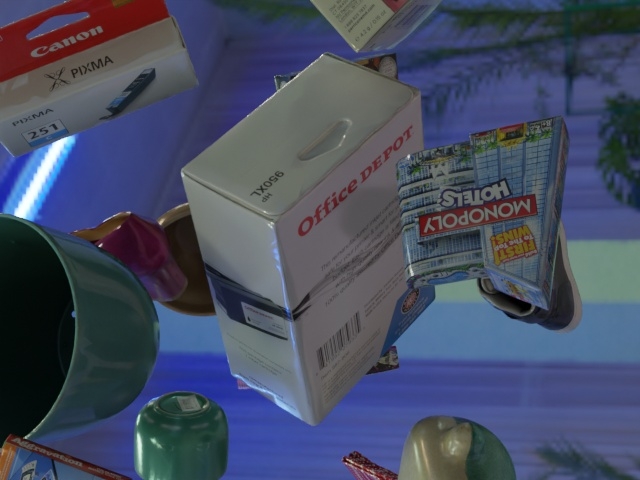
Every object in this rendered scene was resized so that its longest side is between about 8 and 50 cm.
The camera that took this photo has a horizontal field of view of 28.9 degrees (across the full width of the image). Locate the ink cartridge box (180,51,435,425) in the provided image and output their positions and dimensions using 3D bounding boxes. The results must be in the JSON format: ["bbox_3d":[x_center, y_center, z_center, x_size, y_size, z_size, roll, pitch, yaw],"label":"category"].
[{"bbox_3d":[0.000,0.000,1.628,0.285,0.166,0.395,-43,-35,-30],"label":"ink cartridge box"}]

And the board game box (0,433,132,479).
[{"bbox_3d":[-0.322,0.366,1.392,0.027,0.145,0.281,-77,8,-75],"label":"board game box"}]

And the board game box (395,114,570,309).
[{"bbox_3d":[0.175,-0.017,1.308,0.060,0.194,0.194,52,-149,-59],"label":"board game box"}]

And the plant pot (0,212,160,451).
[{"bbox_3d":[-0.348,0.123,1.609,0.235,0.293,0.293,11,-102,-59],"label":"plant pot"}]

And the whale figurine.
[{"bbox_3d":[0.180,0.320,1.481,0.272,0.141,0.216,-123,40,-72],"label":"whale figurine"}]

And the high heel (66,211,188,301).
[{"bbox_3d":[-0.388,0.005,1.867,0.181,0.377,0.127,63,-147,-48],"label":"high heel"}]

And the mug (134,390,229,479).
[{"bbox_3d":[-0.202,0.263,1.708,0.129,0.157,0.097,-33,-49,-59],"label":"mug"}]

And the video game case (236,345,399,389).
[{"bbox_3d":[-0.010,0.202,1.955,0.232,0.210,0.042,153,110,-74],"label":"video game case"}]

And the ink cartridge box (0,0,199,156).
[{"bbox_3d":[-0.330,-0.234,1.708,0.261,0.296,0.066,79,169,-74],"label":"ink cartridge box"}]

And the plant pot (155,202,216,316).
[{"bbox_3d":[-0.200,0.009,2.165,0.110,0.237,0.237,-107,2,-51],"label":"plant pot"}]

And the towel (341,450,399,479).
[{"bbox_3d":[0.164,0.420,1.897,0.031,0.275,0.199,-47,-61,-20],"label":"towel"}]

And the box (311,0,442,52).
[{"bbox_3d":[0.037,-0.359,1.538,0.232,0.127,0.148,49,-157,6],"label":"box"}]

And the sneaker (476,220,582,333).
[{"bbox_3d":[0.269,0.012,1.693,0.163,0.086,0.226,12,-127,-49],"label":"sneaker"}]

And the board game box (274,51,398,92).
[{"bbox_3d":[0.036,-0.215,2.082,0.243,0.042,0.165,-19,-70,-39],"label":"board game box"}]
